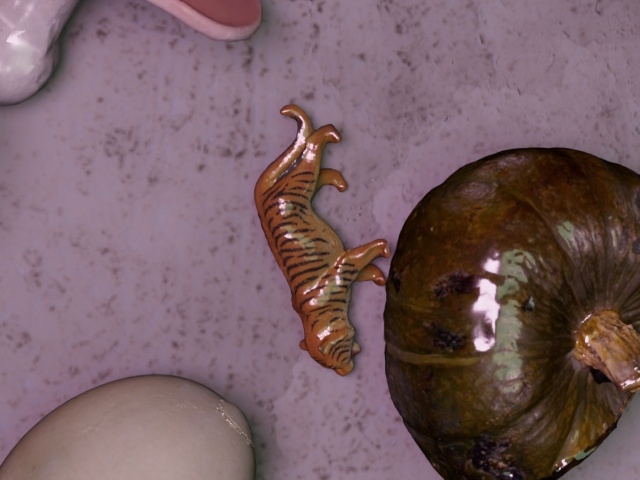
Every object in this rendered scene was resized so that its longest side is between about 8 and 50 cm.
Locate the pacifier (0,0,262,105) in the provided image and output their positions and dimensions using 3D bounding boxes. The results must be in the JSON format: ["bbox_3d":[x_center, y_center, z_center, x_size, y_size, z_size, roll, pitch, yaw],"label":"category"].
[{"bbox_3d":[-0.189,-0.232,1.162,0.332,0.220,0.273,15,87,-45],"label":"pacifier"}]

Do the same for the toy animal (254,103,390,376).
[{"bbox_3d":[0.000,0.000,1.338,0.099,0.057,0.241,-27,103,-19],"label":"toy animal"}]

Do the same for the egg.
[{"bbox_3d":[-0.163,0.214,1.210,0.253,0.186,0.186,-40,106,-12],"label":"egg"}]

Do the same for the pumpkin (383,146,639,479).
[{"bbox_3d":[0.181,0.047,1.309,0.325,0.242,0.232,-51,124,-16],"label":"pumpkin"}]
